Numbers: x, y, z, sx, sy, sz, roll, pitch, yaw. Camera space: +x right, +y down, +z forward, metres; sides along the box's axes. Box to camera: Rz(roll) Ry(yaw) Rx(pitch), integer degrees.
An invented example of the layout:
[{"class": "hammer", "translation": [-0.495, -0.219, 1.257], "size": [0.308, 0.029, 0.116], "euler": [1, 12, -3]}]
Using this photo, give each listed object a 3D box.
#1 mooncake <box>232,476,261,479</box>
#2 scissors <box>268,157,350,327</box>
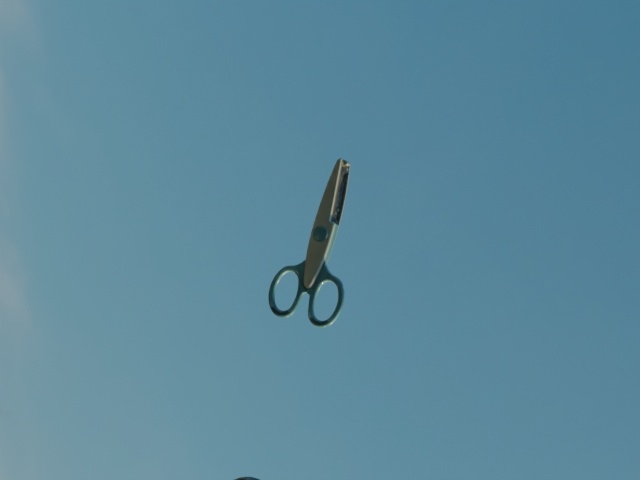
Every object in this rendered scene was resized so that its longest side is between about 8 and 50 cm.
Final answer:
[{"class": "mooncake", "translation": [-0.205, 0.199, 1.429], "size": [0.057, 0.347, 0.150], "euler": [-142, -135, -77]}, {"class": "scissors", "translation": [0.000, 0.000, 1.213], "size": [0.058, 0.014, 0.119], "euler": [12, -96, 25]}]
